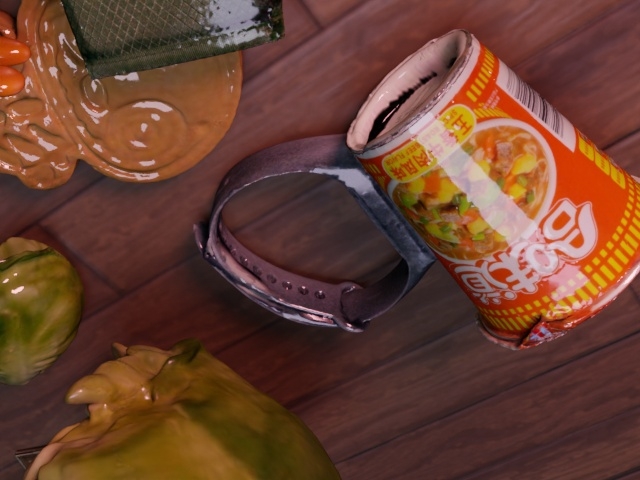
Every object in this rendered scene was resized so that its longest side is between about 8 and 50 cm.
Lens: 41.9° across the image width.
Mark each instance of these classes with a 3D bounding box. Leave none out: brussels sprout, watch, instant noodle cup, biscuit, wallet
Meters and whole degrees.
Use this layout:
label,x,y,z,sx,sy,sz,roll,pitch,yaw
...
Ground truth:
label,x,y,z,sx,sy,sz,roll,pitch,yaw
brussels sprout,-0.301,0.075,0.823,0.139,0.100,0.180,-10,120,-18
brussels sprout,-0.133,0.271,0.791,0.315,0.371,0.275,29,104,-15
watch,0.000,0.000,0.781,0.193,0.068,0.206,-27,121,24
instant noodle cup,0.136,-0.049,0.680,0.193,0.193,0.212,-37,113,25
biscuit,-0.206,-0.127,0.691,0.289,0.044,0.202,-9,129,4
wallet,-0.123,-0.239,0.573,0.160,0.055,0.235,-9,112,10

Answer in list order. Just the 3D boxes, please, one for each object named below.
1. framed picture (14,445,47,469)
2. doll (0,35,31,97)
label,x,y,z,sx,sy,sz,roll,pitch,yaw
framed picture,-0.265,0.329,1.077,0.173,0.010,0.231,-10,128,7
doll,-0.317,-0.149,0.593,0.221,0.143,0.135,29,126,8
